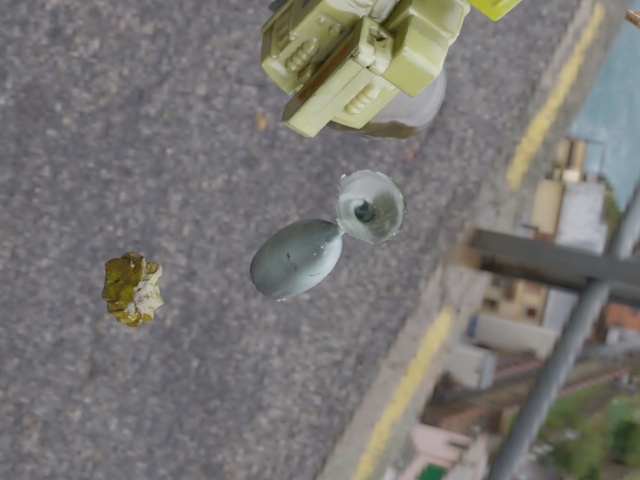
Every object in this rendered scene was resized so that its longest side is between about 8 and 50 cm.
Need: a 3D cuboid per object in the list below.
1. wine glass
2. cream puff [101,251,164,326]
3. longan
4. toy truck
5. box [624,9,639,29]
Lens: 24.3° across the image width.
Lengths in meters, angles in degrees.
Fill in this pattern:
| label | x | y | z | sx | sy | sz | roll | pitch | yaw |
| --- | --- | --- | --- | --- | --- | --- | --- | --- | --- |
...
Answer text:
| label | x | y | z | sx | sy | sz | roll | pitch | yaw |
| --- | --- | --- | --- | --- | --- | --- | --- | --- | --- |
| wine glass | 0.000 | 0.000 | 1.231 | 0.066 | 0.198 | 0.066 | 7 | 72 | -22 |
| cream puff | -0.217 | 0.057 | 1.728 | 0.083 | 0.058 | 0.083 | 39 | 83 | -18 |
| longan | 0.059 | -0.192 | 1.708 | 0.187 | 0.167 | 0.167 | 38 | 66 | -37 |
| toy truck | 0.065 | -0.183 | 1.068 | 0.124 | 0.272 | 0.157 | 34 | 42 | -22 |
| box | 0.439 | -0.271 | 1.906 | 0.058 | 0.093 | 0.015 | 1 | 118 | -25 |
